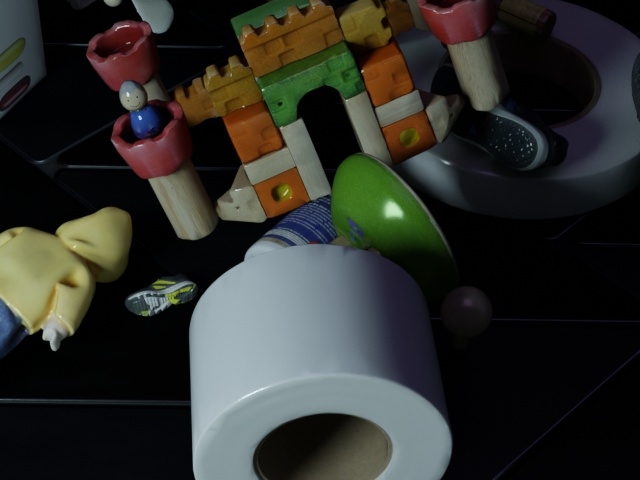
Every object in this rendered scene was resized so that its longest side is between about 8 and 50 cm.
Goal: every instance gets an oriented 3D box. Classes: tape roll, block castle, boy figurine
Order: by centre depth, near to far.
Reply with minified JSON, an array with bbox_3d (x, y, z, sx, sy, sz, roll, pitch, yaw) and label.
[{"bbox_3d":[-0.004,0.145,1.424,0.246,0.246,0.169,-3,45,-5],"label":"tape roll"},{"bbox_3d":[-0.324,0.051,1.620,0.177,0.092,0.285,29,50,26],"label":"boy figurine"},{"bbox_3d":[-0.034,-0.221,1.715,0.453,0.213,0.303,-23,37,0],"label":"block castle"},{"bbox_3d":[0.251,-0.180,1.892,0.392,0.072,0.392,1,43,-1],"label":"tape roll"}]

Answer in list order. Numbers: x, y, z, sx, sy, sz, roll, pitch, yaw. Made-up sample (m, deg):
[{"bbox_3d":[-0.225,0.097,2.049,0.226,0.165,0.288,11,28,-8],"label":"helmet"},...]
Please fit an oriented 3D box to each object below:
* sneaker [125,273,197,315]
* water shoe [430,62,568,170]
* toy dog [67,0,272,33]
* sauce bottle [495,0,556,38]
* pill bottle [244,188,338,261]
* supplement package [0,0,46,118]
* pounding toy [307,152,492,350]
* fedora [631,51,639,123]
[{"bbox_3d":[-0.181,0.060,1.662,0.083,0.031,0.035,-12,32,-20],"label":"sneaker"},{"bbox_3d":[0.210,-0.142,1.767,0.080,0.073,0.203,2,34,-42],"label":"water shoe"},{"bbox_3d":[-0.174,-0.360,2.004,0.333,0.220,0.161,-28,83,-18],"label":"toy dog"},{"bbox_3d":[0.247,-0.305,1.939,0.128,0.042,0.042,31,51,25],"label":"sauce bottle"},{"bbox_3d":[0.000,0.000,1.680,0.094,0.094,0.169,29,51,25],"label":"pill bottle"},{"bbox_3d":[-0.476,-0.300,1.852,0.204,0.262,0.145,20,48,17],"label":"supplement package"},{"bbox_3d":[0.063,0.032,1.556,0.110,0.183,0.237,-35,81,-15],"label":"pounding toy"},{"bbox_3d":[0.471,-0.146,1.714,0.152,0.334,0.334,-29,51,-12],"label":"fedora"}]
